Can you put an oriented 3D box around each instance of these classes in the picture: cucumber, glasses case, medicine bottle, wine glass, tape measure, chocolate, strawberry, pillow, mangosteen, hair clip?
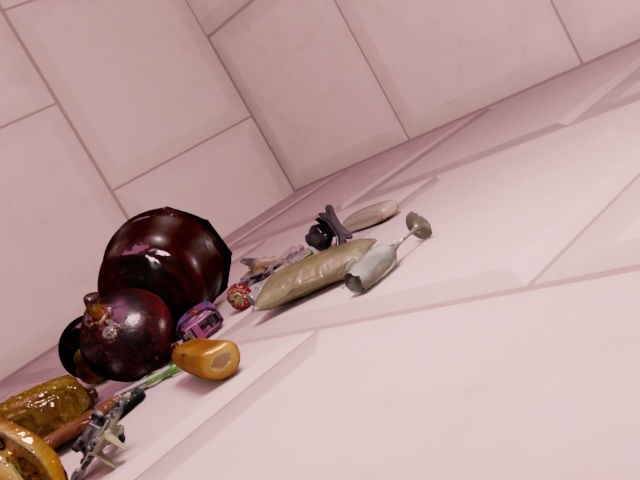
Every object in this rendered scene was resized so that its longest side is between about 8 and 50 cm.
[{"bbox_3d":[-0.425,0.359,1.719,0.032,0.032,0.133,-23,10,38],"label":"cucumber"},{"bbox_3d":[0.140,-0.070,2.300,0.081,0.051,0.204,-37,11,-35],"label":"glasses case"},{"bbox_3d":[-0.083,0.098,2.056,0.221,0.061,0.092,-34,29,-26],"label":"medicine bottle"},{"bbox_3d":[0.137,0.029,1.686,0.074,0.074,0.262,-20,14,49],"label":"wine glass"},{"bbox_3d":[-0.310,0.214,2.060,0.125,0.074,0.118,-38,16,-20],"label":"tape measure"},{"bbox_3d":[-0.440,0.123,2.270,0.384,0.383,0.331,-29,25,5],"label":"chocolate"},{"bbox_3d":[-0.209,0.148,2.141,0.073,0.073,0.083,-28,-9,9],"label":"strawberry"},{"bbox_3d":[-0.017,0.079,1.875,0.303,0.074,0.185,-24,12,19],"label":"pillow"},{"bbox_3d":[-0.479,0.208,1.909,0.236,0.261,0.235,-20,44,21],"label":"mangosteen"},{"bbox_3d":[-0.154,0.071,2.418,0.257,0.075,0.146,-14,19,39],"label":"hair clip"},{"bbox_3d":[-0.630,0.309,2.252,0.194,0.194,0.230,-30,31,-3],"label":"mangosteen"}]

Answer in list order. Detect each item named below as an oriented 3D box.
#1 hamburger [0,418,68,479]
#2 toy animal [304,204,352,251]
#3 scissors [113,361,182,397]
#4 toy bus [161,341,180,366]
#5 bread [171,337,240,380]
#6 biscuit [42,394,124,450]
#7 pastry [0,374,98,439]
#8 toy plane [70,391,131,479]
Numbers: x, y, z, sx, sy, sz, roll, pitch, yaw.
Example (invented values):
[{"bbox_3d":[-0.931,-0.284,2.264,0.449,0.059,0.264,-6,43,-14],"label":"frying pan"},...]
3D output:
[{"bbox_3d":[-0.514,0.384,1.327,0.182,0.191,0.118,-14,18,35],"label":"hamburger"},{"bbox_3d":[-0.003,0.003,2.276,0.117,0.121,0.210,-39,-3,-26],"label":"toy animal"},{"bbox_3d":[-0.378,0.313,1.851,0.204,0.027,0.101,-28,5,-6],"label":"scissors"},{"bbox_3d":[-0.393,0.294,2.004,0.110,0.031,0.043,-32,11,-7],"label":"toy bus"},{"bbox_3d":[-0.231,0.239,1.635,0.093,0.074,0.239,-27,7,-23],"label":"bread"},{"bbox_3d":[-0.530,0.403,1.752,0.229,0.031,0.176,-34,3,-25],"label":"biscuit"},{"bbox_3d":[-0.666,0.402,1.932,0.235,0.132,0.240,-31,9,-6],"label":"pastry"},{"bbox_3d":[-0.398,0.354,1.484,0.192,0.088,0.262,-59,9,-7],"label":"toy plane"}]
